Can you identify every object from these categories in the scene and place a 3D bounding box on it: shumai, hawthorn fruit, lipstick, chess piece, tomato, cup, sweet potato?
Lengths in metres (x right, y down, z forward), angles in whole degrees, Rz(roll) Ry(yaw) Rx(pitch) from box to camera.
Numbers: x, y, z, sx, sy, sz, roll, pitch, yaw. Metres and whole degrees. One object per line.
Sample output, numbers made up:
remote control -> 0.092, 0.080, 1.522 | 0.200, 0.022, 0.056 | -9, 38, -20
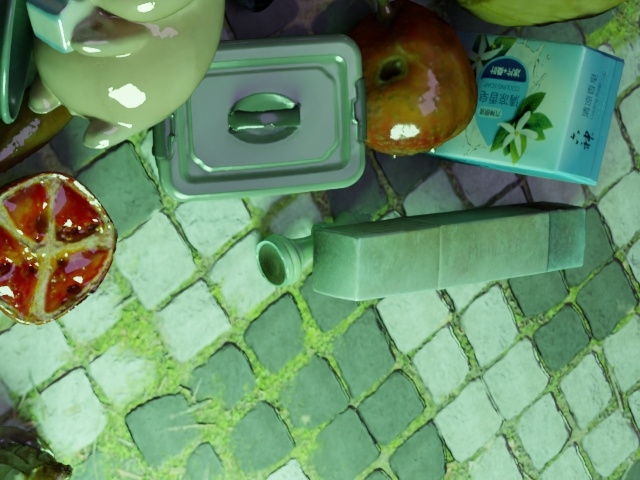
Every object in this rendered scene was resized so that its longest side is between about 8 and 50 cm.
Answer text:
shumai -> -0.304, 0.257, 1.884 | 0.145, 0.116, 0.145 | -7, 102, -32
hawthorn fruit -> 0.069, -0.227, 2.026 | 0.165, 0.165, 0.285 | -31, 111, -26
lipstick -> 0.152, 0.008, 2.142 | 0.371, 0.080, 0.076 | -7, 102, -41
chess piece -> 0.000, 0.000, 2.091 | 0.149, 0.059, 0.059 | -26, 111, -36
tomato -> -0.289, 0.002, 1.885 | 0.155, 0.069, 0.155 | -8, 105, -34
cup -> -0.349, -0.216, 1.767 | 0.150, 0.199, 0.199 | 7, 93, -3
sweet potato -> -0.258, -0.150, 1.894 | 0.264, 0.057, 0.057 | -46, 119, -21

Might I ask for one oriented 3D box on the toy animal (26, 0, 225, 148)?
toy animal -> -0.187, -0.248, 1.777 | 0.213, 0.195, 0.256 | -39, 154, -28

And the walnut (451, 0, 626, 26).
walnut -> 0.245, -0.425, 2.034 | 0.398, 0.308, 0.354 | -55, 134, -8

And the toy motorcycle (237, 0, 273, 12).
toy motorcycle -> -0.021, -0.359, 1.946 | 0.159, 0.106, 0.270 | -43, 161, -39

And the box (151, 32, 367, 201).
box -> -0.071, -0.131, 1.954 | 0.227, 0.130, 0.162 | -6, 101, -19

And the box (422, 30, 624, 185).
box -> 0.211, -0.150, 2.094 | 0.083, 0.232, 0.142 | 13, 90, -46
